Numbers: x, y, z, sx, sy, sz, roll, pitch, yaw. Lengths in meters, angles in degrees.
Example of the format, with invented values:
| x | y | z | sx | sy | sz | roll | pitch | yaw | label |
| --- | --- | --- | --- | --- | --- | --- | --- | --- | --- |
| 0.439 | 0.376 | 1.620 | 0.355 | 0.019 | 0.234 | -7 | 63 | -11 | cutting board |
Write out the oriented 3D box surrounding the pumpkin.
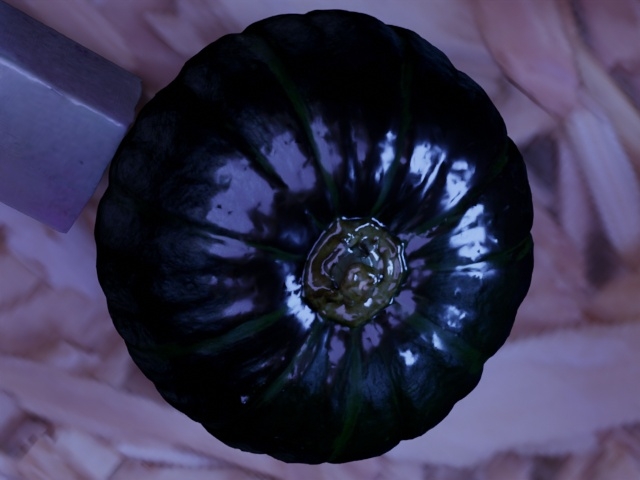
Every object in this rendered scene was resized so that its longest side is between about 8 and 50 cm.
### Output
| x | y | z | sx | sy | sz | roll | pitch | yaw | label |
| --- | --- | --- | --- | --- | --- | --- | --- | --- | --- |
| 0.000 | 0.000 | 0.739 | 0.202 | 0.140 | 0.202 | -3 | 101 | -17 | pumpkin |

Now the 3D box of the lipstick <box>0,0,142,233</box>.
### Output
| x | y | z | sx | sy | sz | roll | pitch | yaw | label |
| --- | --- | --- | --- | --- | --- | --- | --- | --- | --- |
| -0.233 | -0.112 | 0.737 | 0.317 | 0.066 | 0.068 | 28 | 112 | -13 | lipstick |
